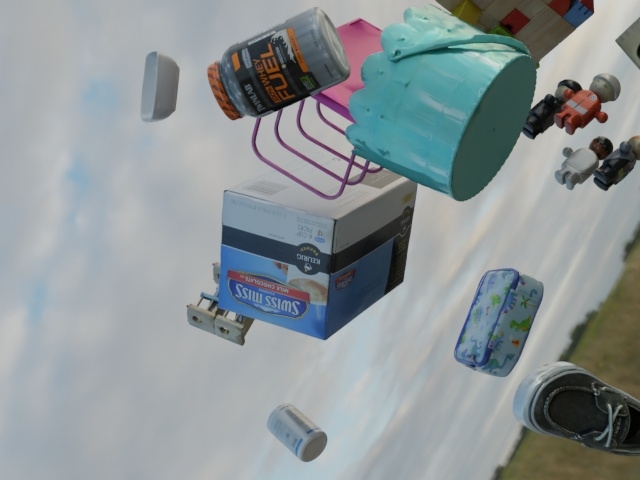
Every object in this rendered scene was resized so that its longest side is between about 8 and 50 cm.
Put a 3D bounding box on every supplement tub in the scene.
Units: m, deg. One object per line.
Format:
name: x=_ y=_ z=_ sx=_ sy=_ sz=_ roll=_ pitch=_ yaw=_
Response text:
supplement tub: x=-0.062 y=-0.253 z=1.579 sx=0.190 sy=0.117 sz=0.117 roll=-23 pitch=-10 yaw=14
supplement tub: x=-0.044 y=0.367 z=2.062 sx=0.071 sy=0.107 sz=0.071 roll=-26 pitch=-46 yaw=-30

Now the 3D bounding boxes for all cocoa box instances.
cocoa box: x=0.000 y=0.000 z=1.973 sx=0.347 sy=0.231 sz=0.228 roll=-30 pitch=-50 yaw=-57

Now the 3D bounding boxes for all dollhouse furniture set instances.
dollhouse furniture set: x=-0.186 y=0.090 z=2.158 sx=0.184 sy=0.129 sz=0.129 roll=94 pitch=-160 yaw=-52

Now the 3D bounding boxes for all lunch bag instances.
lunch bag: x=0.359 y=0.167 z=2.207 sx=0.219 sy=0.090 sz=0.176 roll=-67 pitch=13 yaw=-5

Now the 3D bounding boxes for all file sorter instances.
file sorter: x=0.047 y=-0.221 z=1.822 sx=0.290 sy=0.202 sz=0.182 roll=-35 pitch=-28 yaw=-49

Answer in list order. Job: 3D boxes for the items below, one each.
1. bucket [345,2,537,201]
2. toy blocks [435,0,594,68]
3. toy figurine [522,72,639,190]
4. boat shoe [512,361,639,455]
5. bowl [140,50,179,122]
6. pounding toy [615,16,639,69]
bucket: x=0.189 y=-0.205 z=1.630 sx=0.281 sy=0.183 sz=0.281 roll=-44 pitch=-28 yaw=-32
toy blocks: x=0.426 y=-0.537 z=2.262 sx=0.261 sy=0.381 sz=0.191 roll=-40 pitch=34 yaw=31
toy figurine: x=0.520 y=-0.210 z=2.089 sx=0.148 sy=0.209 sz=0.213 roll=-41 pitch=12 yaw=-14
boat shoe: x=0.450 y=0.276 z=1.734 sx=0.335 sy=0.119 sz=0.121 roll=14 pitch=-83 yaw=-39
bowl: x=-0.319 y=-0.303 z=2.150 sx=0.142 sy=0.053 sz=0.142 roll=-164 pitch=80 yaw=-70
pounding toy: x=0.548 y=-0.300 z=1.678 sx=0.100 sy=0.130 sz=0.141 roll=-45 pitch=-14 yaw=34
